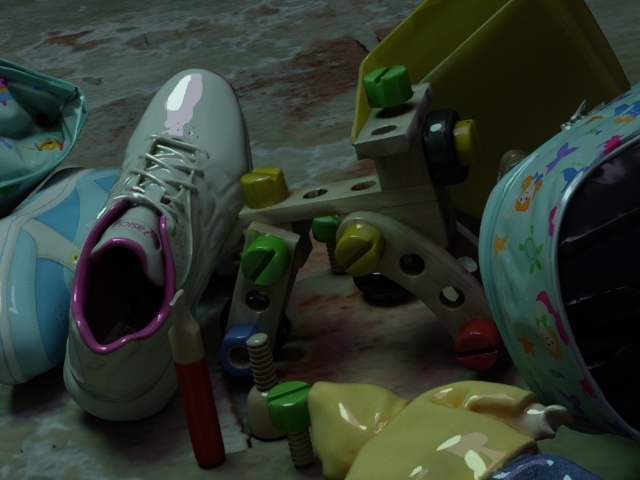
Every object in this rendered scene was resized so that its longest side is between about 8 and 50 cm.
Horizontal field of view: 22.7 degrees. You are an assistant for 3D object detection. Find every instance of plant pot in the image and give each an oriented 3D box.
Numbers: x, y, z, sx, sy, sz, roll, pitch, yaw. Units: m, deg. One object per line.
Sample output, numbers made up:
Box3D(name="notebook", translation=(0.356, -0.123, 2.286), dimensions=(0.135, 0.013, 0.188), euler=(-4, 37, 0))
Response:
Box3D(name="plant pot", translation=(0.170, -0.132, 1.436), dimensions=(0.212, 0.187, 0.212), euler=(-42, 18, 21))

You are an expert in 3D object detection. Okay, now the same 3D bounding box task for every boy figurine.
Box3D(name="boy figurine", translation=(0.080, 0.166, 1.019), dimensions=(0.177, 0.092, 0.285), euler=(-51, 37, -17))

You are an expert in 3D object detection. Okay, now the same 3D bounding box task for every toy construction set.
Box3D(name="toy construction set", translation=(0.000, 0.000, 1.221), dimensions=(0.257, 0.237, 0.309), euler=(11, 34, 38))

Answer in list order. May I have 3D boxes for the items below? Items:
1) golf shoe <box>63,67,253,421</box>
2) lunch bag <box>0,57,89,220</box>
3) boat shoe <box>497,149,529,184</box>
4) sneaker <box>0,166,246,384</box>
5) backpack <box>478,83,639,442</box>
Box3D(name="golf shoe", translation=(-0.124, -0.013, 1.261), dimensions=(0.115, 0.140, 0.306), euler=(11, 68, 5))
Box3D(name="lunch bag", translation=(-0.364, -0.063, 1.504), dimensions=(0.262, 0.160, 0.223), euler=(-24, -11, -39))
Box3D(name="boat shoe", translation=(0.175, 0.004, 1.204), dimensions=(0.066, 0.183, 0.066), euler=(-20, 41, -3))
Box3D(name="sneaker", translation=(-0.164, 0.012, 1.388), dimensions=(0.208, 0.127, 0.319), euler=(-6, 27, 12))
Box3D(name="backpack", translation=(0.230, 0.010, 1.055), dimensions=(0.253, 0.225, 0.191), euler=(-34, 16, -24))
